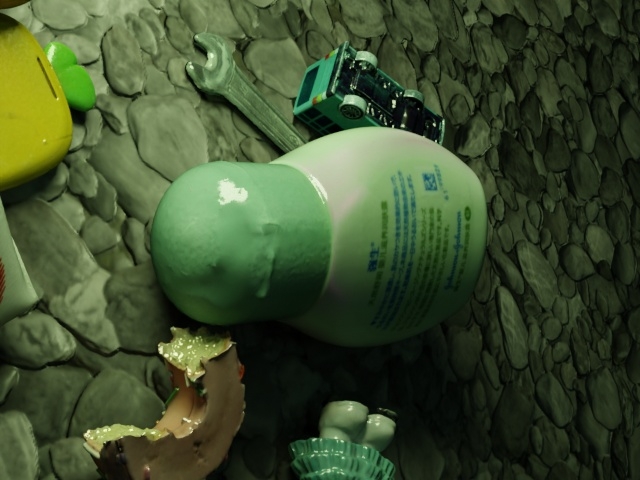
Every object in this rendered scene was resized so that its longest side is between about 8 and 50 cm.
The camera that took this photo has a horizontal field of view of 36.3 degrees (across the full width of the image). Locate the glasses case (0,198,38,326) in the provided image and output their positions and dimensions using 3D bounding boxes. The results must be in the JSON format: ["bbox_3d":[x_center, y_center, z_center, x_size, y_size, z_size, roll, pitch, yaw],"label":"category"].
[{"bbox_3d":[-0.305,0.062,0.631,0.308,0.083,0.128,-42,117,-39],"label":"glasses case"}]

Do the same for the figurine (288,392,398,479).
[{"bbox_3d":[0.005,0.264,0.896,0.138,0.110,0.245,30,53,-25],"label":"figurine"}]

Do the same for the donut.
[{"bbox_3d":[-0.122,0.155,0.813,0.166,0.065,0.117,-41,128,-41],"label":"donut"}]

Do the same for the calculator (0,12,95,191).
[{"bbox_3d":[-0.274,-0.109,0.774,0.235,0.032,0.146,-32,101,-46],"label":"calculator"}]

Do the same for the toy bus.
[{"bbox_3d":[0.055,-0.137,1.089,0.160,0.092,0.079,32,57,-29],"label":"toy bus"}]

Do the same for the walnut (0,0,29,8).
[{"bbox_3d":[-0.280,-0.214,0.772,0.121,0.091,0.052,26,97,-12],"label":"walnut"}]

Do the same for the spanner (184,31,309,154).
[{"bbox_3d":[-0.032,-0.106,1.041,0.302,0.017,0.071,42,51,-28],"label":"spanner"}]

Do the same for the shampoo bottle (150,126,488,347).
[{"bbox_3d":[0.000,0.000,0.930,0.349,0.151,0.222,-3,107,-43],"label":"shampoo bottle"}]
